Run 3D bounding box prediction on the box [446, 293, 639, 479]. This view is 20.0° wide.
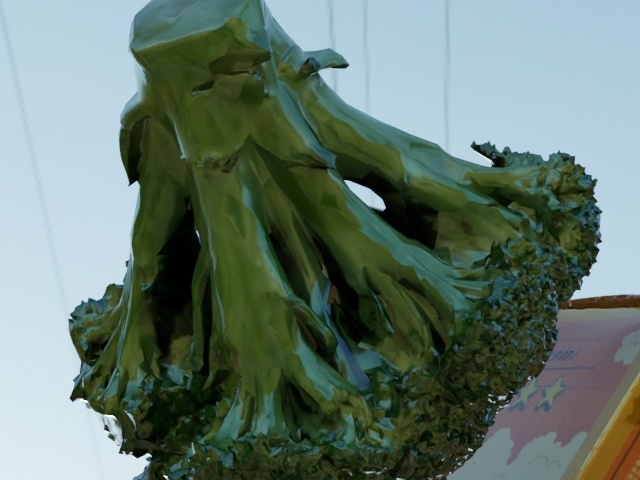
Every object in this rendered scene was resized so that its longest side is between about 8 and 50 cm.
[{"bbox_3d":[0.256,0.208,1.420,0.283,0.214,0.259,43,-18,-17],"label":"box"}]

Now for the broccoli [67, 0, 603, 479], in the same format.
[{"bbox_3d":[0.000,0.000,0.855,0.269,0.269,0.254,42,-17,-32],"label":"broccoli"}]
